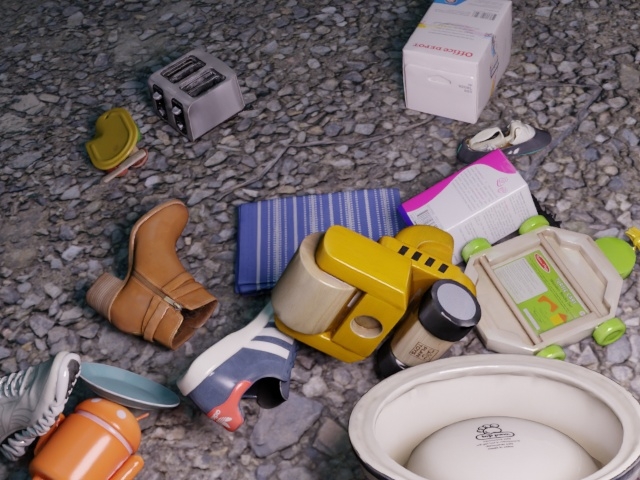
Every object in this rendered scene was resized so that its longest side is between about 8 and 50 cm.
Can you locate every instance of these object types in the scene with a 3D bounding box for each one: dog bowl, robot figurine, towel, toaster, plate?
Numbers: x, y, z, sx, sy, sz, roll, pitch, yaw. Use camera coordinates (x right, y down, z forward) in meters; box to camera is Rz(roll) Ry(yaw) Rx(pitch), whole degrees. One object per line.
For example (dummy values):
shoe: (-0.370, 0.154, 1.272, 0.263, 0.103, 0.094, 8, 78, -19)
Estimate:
dog bowl: (0.247, 0.311, 1.254, 0.408, 0.150, 0.408, -6, 18, 2)
robot figurine: (-0.377, 0.343, 1.436, 0.158, 0.128, 0.219, -10, 35, 49)
towel: (0.000, 0.000, 1.750, 0.336, 0.040, 0.243, -6, 46, 2)
toaster: (-0.274, -0.332, 2.034, 0.186, 0.110, 0.168, -36, 54, -22)
plate: (-0.327, 0.249, 1.500, 0.188, 0.188, 0.024, 20, 89, 25)

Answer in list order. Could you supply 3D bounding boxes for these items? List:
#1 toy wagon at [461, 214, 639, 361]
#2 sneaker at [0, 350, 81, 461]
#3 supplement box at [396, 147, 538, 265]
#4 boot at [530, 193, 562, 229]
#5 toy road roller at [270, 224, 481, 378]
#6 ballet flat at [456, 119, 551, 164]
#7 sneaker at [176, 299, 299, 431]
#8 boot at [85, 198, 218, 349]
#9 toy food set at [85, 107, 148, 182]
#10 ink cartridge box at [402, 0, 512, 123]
toy wagon: (0.421, 0.076, 1.573, 0.345, 0.068, 0.267, -21, 55, -10)
sneaker: (-0.478, 0.255, 1.427, 0.118, 0.292, 0.110, 35, 39, -17)
supplement box: (0.273, -0.053, 1.658, 0.220, 0.114, 0.111, -31, 48, 6)
boot: (0.388, -0.030, 1.704, 0.121, 0.045, 0.099, -24, 55, -10)
toy road roller: (0.102, 0.071, 1.501, 0.330, 0.202, 0.240, 24, 42, -10)
ballet flat: (0.380, -0.207, 1.843, 0.203, 0.074, 0.074, -13, 48, -3)
sneaker: (-0.081, 0.196, 1.540, 0.148, 0.131, 0.350, 49, 53, 5)
boot: (-0.280, 0.061, 1.682, 0.220, 0.109, 0.283, 22, 58, 28)
toy food set: (-0.438, -0.199, 1.979, 0.128, 0.071, 0.218, -38, 48, 7)
ink cartridge box: (0.302, -0.404, 1.964, 0.171, 0.168, 0.232, 16, 53, 23)
